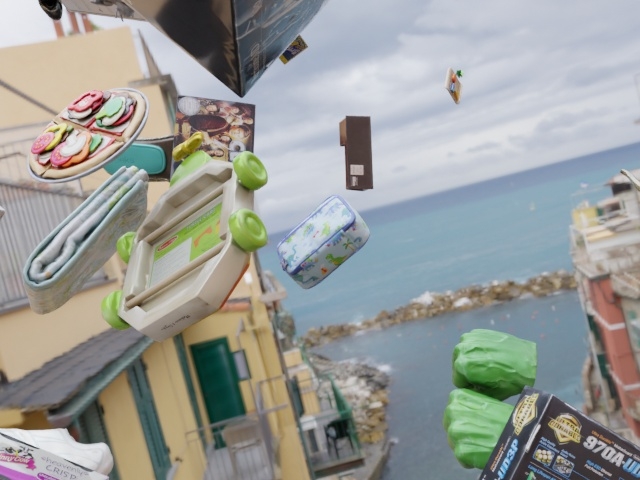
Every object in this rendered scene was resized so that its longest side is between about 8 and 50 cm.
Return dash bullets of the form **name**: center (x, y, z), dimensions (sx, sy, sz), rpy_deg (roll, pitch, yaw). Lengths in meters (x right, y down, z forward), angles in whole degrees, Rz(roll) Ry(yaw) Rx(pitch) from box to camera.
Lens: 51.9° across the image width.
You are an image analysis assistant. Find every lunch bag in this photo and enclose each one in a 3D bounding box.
- **lunch bag**: center (0.000, 0.000, 1.567), dimensions (0.219, 0.090, 0.176), rpy_deg (-40, 29, 8)

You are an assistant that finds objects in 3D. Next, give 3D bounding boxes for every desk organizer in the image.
- **desk organizer**: center (0.062, -0.152, 1.167), dimensions (0.047, 0.130, 0.050), rpy_deg (-1, -3, -15)

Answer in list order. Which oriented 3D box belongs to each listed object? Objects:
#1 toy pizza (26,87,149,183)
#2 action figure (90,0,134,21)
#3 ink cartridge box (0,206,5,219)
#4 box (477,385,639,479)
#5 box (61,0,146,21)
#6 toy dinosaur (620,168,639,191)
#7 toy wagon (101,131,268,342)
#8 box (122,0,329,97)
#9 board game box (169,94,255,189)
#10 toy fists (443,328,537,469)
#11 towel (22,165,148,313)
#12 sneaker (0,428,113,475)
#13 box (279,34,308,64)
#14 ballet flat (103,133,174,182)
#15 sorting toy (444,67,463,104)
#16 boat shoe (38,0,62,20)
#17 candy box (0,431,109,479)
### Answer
- **toy pizza**: center (-0.344, -0.162, 0.955), dimensions (0.202, 0.032, 0.201), rpy_deg (-13, 46, 14)
- **action figure**: center (-0.359, -0.543, 1.202), dimensions (0.099, 0.284, 0.185), rpy_deg (25, 36, 20)
- **ink cartridge box**: center (-0.722, -0.108, 1.203), dimensions (0.181, 0.056, 0.225), rpy_deg (32, 0, 33)
- **box**: center (0.270, 0.280, 0.680), dimensions (0.220, 0.175, 0.051), rpy_deg (31, -8, -13)
- **box**: center (-0.478, -0.566, 1.392), dimensions (0.290, 0.087, 0.169), rpy_deg (17, -22, 33)
- **toy dinosaur**: center (0.520, -0.042, 0.862), dimensions (0.268, 0.064, 0.118), rpy_deg (33, -2, 26)
- **toy wagon**: center (-0.187, -0.024, 0.949), dimensions (0.267, 0.068, 0.344), rpy_deg (-30, 40, 25)
- **box**: center (-0.038, -0.338, 0.562), dimensions (0.312, 0.179, 0.343), rpy_deg (-49, -1, -8)
- **board game box**: center (-0.220, -0.174, 1.348), dimensions (0.165, 0.243, 0.042), rpy_deg (4, -19, -13)
- **toy fists**: center (0.288, 0.270, 1.137), dimensions (0.142, 0.096, 0.279), rpy_deg (15, 47, 7)
- **towel**: center (-0.564, 0.009, 1.604), dimensions (0.374, 0.090, 0.320), rpy_deg (-51, 1, -26)
- **sneaker**: center (-0.435, 0.322, 0.955), dimensions (0.292, 0.110, 0.118), rpy_deg (8, 25, 21)
- **box**: center (-0.089, -0.389, 1.141), dimensions (0.054, 0.168, 0.059), rpy_deg (-35, -26, 9)
- **ballet flat**: center (-0.392, -0.231, 1.859), dimensions (0.483, 0.163, 0.182), rpy_deg (8, 17, 23)
- **sorting toy**: center (0.290, -0.342, 1.407), dimensions (0.012, 0.083, 0.062), rpy_deg (-6, -30, 38)
- **boat shoe**: center (-0.576, -0.511, 1.395), dimensions (0.046, 0.038, 0.125), rpy_deg (-17, -24, -16)
- **candy box**: center (-0.368, 0.342, 0.747), dimensions (0.233, 0.159, 0.071), rpy_deg (-56, 15, 15)
